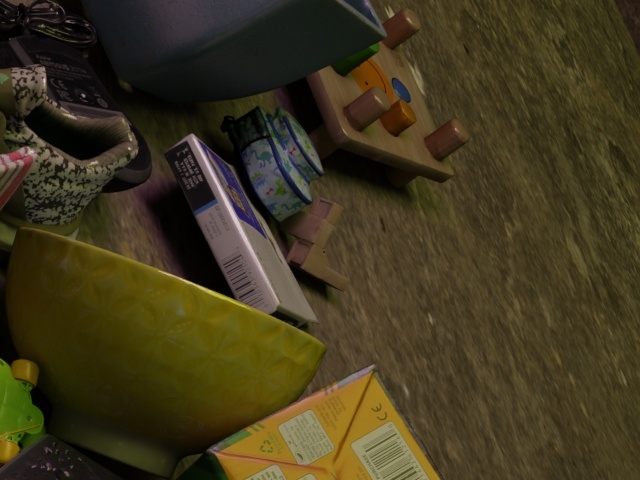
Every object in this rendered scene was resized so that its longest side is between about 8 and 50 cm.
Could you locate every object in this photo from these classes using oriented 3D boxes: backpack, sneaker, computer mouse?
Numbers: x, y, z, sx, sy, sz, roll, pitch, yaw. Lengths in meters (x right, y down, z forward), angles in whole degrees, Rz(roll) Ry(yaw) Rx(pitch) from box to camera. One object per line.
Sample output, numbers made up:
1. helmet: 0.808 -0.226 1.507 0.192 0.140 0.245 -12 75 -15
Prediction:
1. backpack: -0.047 -0.088 2.059 0.105 0.084 0.114 49 18 -51
2. sneaker: -0.321 -0.116 1.558 0.410 0.182 0.158 21 42 -48
3. computer mouse: -0.261 -0.136 1.818 0.188 0.072 0.272 13 37 -51

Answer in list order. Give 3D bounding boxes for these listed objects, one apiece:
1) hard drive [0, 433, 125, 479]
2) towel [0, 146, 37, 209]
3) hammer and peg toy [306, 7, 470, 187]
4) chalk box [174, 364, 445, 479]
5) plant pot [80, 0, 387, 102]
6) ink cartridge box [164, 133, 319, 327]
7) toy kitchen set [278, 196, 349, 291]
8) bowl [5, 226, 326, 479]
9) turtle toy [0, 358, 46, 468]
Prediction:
1. hard drive: -0.211 0.262 1.375 0.172 0.054 0.255 30 33 8
2. towel: -0.323 -0.014 1.485 0.029 0.144 0.197 47 25 9
3. hammer and peg toy: 0.044 -0.250 2.371 0.266 0.127 0.361 16 46 -52
4. chalk box: -0.030 0.259 1.564 0.179 0.289 0.180 -25 77 -30
5. plant pot: -0.118 -0.280 1.978 0.247 0.252 0.248 62 14 15
6. ink cartridge box: -0.082 0.001 1.943 0.206 0.045 0.208 62 7 12
7. toy kitchen set: 0.000 0.000 2.090 0.075 0.083 0.068 31 -6 -40
8. bowl: -0.153 0.113 1.568 0.289 0.289 0.156 28 79 -43
9. turtle toy: -0.269 0.139 1.480 0.130 0.066 0.095 35 56 -40
